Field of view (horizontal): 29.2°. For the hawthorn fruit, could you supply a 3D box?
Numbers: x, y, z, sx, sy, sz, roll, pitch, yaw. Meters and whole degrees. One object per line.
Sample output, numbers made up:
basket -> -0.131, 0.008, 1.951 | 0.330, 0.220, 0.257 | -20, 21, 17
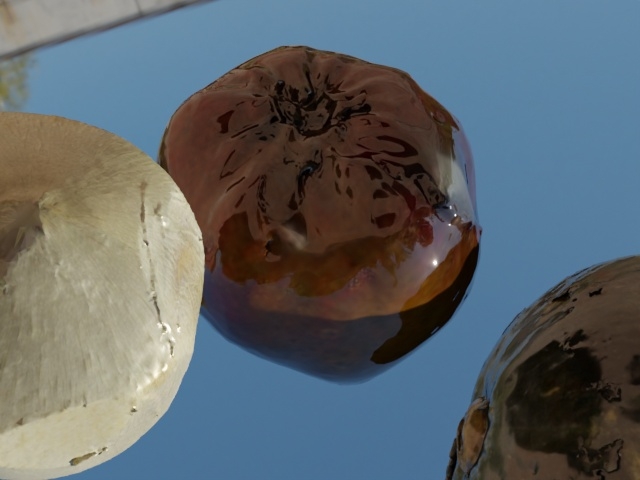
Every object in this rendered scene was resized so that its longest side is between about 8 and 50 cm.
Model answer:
hawthorn fruit -> 0.001, -0.009, 1.116 | 0.308, 0.325, 0.308 | -3, -152, 1

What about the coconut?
coconut -> -0.199, 0.040, 0.848 | 0.245, 0.245, 0.247 | -26, 168, -15

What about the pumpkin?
pumpkin -> 0.300, 0.235, 1.210 | 0.344, 0.454, 0.454 | 17, -157, -13
